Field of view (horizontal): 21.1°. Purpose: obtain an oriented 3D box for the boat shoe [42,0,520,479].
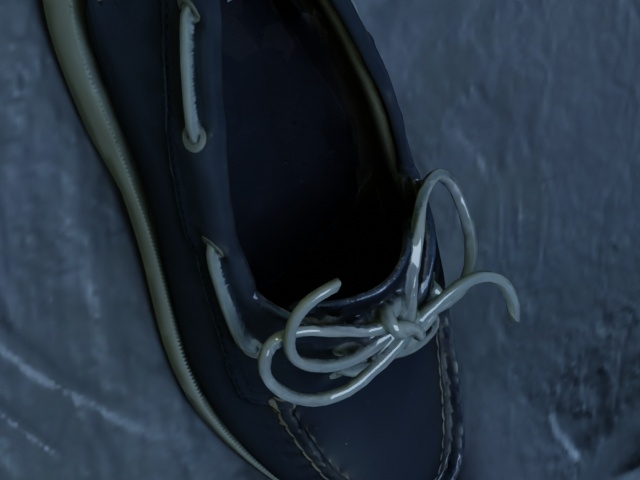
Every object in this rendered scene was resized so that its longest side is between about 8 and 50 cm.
[{"bbox_3d":[0.000,0.000,0.531,0.095,0.079,0.254,-35,125,-26],"label":"boat shoe"}]
